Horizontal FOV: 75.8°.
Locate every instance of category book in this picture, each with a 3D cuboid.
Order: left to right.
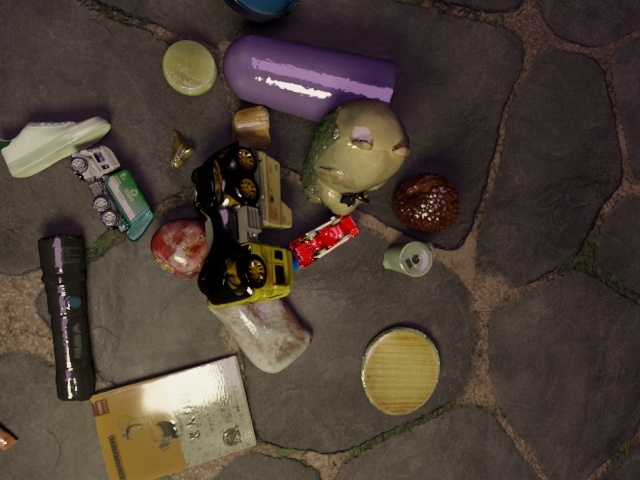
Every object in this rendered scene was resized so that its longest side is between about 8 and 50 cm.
[{"bbox_3d":[-0.390,0.491,1.121,0.388,0.032,0.269,-14,92,-13],"label":"book"}]

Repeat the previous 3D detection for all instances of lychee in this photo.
[{"bbox_3d":[0.315,-0.104,1.210,0.188,0.188,0.188,0,90,-12],"label":"lychee"}]

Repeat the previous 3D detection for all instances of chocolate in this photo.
[{"bbox_3d":[-0.162,0.228,1.143,0.185,0.100,0.303,-40,101,-13],"label":"chocolate"}]

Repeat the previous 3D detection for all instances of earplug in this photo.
[{"bbox_3d":[-0.036,-0.431,1.123,0.455,0.215,0.215,11,88,-8],"label":"earplug"}]

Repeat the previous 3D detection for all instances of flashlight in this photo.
[{"bbox_3d":[-0.635,0.195,1.036,0.103,0.103,0.424,-5,91,-12],"label":"flashlight"}]

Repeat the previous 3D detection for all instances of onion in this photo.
[{"bbox_3d":[-0.345,0.001,1.079,0.159,0.159,0.195,37,62,-10],"label":"onion"}]

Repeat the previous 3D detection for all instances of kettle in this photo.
[{"bbox_3d":[0.258,0.041,1.205,0.098,0.148,0.127,30,85,-9],"label":"kettle"}]

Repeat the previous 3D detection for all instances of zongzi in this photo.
[{"bbox_3d":[-0.398,-0.247,1.122,0.083,0.040,0.076,44,88,3],"label":"zongzi"}]

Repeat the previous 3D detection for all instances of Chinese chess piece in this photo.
[{"bbox_3d":[-0.354,-0.468,1.120,0.144,0.058,0.144,0,92,-13],"label":"Chinese chess piece"}]

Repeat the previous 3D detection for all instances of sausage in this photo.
[{"bbox_3d":[-0.826,0.446,1.022,0.177,0.040,0.047,61,35,-6],"label":"sausage"}]

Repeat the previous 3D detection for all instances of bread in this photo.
[{"bbox_3d":[-0.190,-0.309,1.127,0.106,0.125,0.082,-5,71,-11],"label":"bread"},{"bbox_3d":[0.243,0.394,1.254,0.267,0.040,0.267,0,89,-13],"label":"bread"}]

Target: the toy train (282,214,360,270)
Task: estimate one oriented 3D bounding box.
[{"bbox_3d":[0.000,0.000,1.166,0.204,0.131,0.083,-31,91,-22],"label":"toy train"}]

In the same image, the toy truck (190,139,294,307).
[{"bbox_3d":[-0.182,-0.037,1.045,0.254,0.180,0.405,11,68,-51],"label":"toy truck"}]

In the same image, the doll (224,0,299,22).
[{"bbox_3d":[-0.168,-0.736,1.069,0.284,0.240,0.310,1,96,-41],"label":"doll"}]

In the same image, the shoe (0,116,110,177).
[{"bbox_3d":[-0.673,-0.264,1.031,0.265,0.095,0.110,-33,96,-8],"label":"shoe"}]

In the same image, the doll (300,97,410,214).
[{"bbox_3d":[0.070,-0.200,1.062,0.247,0.349,0.247,8,72,-27],"label":"doll"}]

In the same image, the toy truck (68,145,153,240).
[{"bbox_3d":[-0.531,-0.114,1.056,0.124,0.114,0.253,-29,96,-24],"label":"toy truck"}]
